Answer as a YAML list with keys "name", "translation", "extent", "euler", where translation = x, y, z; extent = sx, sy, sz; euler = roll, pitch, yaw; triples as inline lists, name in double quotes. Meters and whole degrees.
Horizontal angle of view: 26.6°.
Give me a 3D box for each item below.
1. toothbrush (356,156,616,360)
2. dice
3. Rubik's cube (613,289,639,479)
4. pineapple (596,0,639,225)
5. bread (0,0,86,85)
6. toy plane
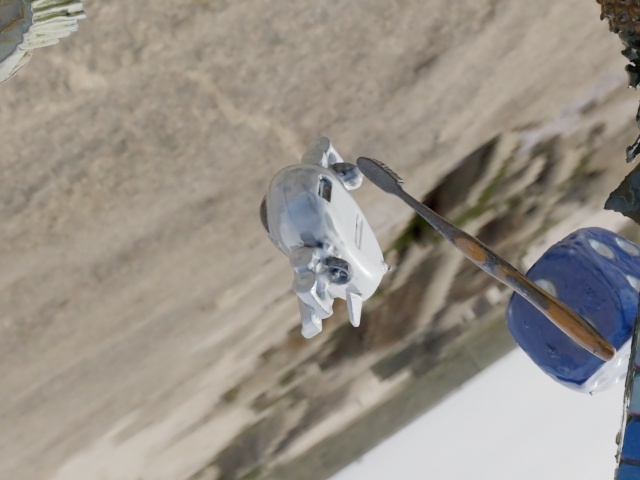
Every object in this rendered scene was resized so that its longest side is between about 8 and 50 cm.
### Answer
- name: "toothbrush"
  translation: [0.158, 0.014, 1.321]
  extent: [0.031, 0.321, 0.023]
  euler: [-13, 139, -60]
- name: "dice"
  translation: [0.304, 0.076, 1.500]
  extent: [0.146, 0.146, 0.143]
  euler: [-3, 137, -49]
- name: "Rubik's cube"
  translation: [0.318, 0.123, 1.071]
  extent: [0.151, 0.155, 0.154]
  euler: [9, -165, 11]
- name: "pineapple"
  translation: [0.302, -0.148, 1.209]
  extent: [0.130, 0.277, 0.119]
  euler: [-16, 156, 34]
- name: "bread"
  translation: [-0.339, -0.222, 1.217]
  extent: [0.210, 0.192, 0.110]
  euler: [-33, -176, 24]
- name: "toy plane"
  translation: [0.004, -0.001, 1.613]
  extent: [0.118, 0.252, 0.252]
  euler: [-8, -177, 20]
